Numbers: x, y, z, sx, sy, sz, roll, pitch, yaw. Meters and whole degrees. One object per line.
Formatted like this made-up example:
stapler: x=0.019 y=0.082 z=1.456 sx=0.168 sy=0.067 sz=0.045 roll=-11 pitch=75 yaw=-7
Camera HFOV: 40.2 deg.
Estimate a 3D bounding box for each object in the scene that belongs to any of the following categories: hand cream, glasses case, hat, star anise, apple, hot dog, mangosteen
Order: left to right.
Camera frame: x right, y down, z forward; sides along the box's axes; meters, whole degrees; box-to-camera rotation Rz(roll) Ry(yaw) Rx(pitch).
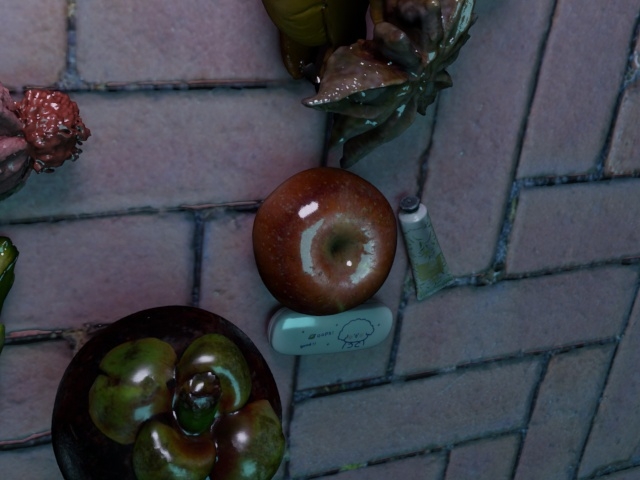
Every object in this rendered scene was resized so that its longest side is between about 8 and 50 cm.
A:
hat: x=-0.393 y=-0.101 z=0.930 sx=0.287 sy=0.107 sz=0.236 roll=-16 pitch=151 yaw=-17
mangosteen: x=-0.181 y=0.213 z=1.091 sx=0.301 sy=0.300 sz=0.300 roll=-12 pitch=121 yaw=-20
hot dog: x=-0.019 y=-0.296 z=0.976 sx=0.194 sy=0.107 sz=0.326 roll=-53 pitch=161 yaw=-41
apple: x=0.000 y=0.000 z=1.153 sx=0.201 sy=0.162 sz=0.201 roll=-7 pitch=108 yaw=-23
glasses case: x=0.016 y=0.128 z=1.294 sx=0.197 sy=0.049 sz=0.076 roll=-1 pitch=117 yaw=-26
star anise: x=0.094 y=-0.228 z=1.042 sx=0.292 sy=0.109 sz=0.349 roll=-56 pitch=163 yaw=-2
hand cream: x=0.154 y=0.013 z=1.304 sx=0.067 sy=0.042 sz=0.194 roll=-31 pitch=130 yaw=-9

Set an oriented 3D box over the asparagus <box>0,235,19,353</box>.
asparagus: x=-0.426 y=0.131 z=1.064 sx=0.080 sy=0.080 sz=0.287 roll=5 pitch=115 yaw=-28
